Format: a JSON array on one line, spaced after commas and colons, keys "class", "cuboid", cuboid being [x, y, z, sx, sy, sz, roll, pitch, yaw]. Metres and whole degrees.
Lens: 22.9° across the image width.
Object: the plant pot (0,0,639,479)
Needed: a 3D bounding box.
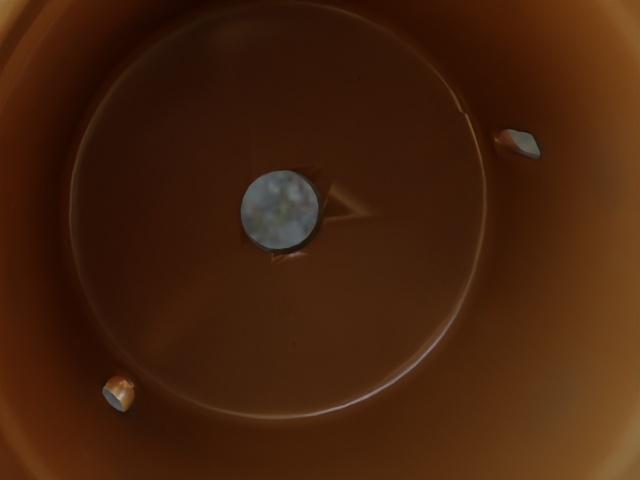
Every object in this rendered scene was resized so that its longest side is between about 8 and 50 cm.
[{"class": "plant pot", "cuboid": [0.000, 0.000, 0.591, 0.203, 0.291, 0.290, -148, 54, -78]}]
